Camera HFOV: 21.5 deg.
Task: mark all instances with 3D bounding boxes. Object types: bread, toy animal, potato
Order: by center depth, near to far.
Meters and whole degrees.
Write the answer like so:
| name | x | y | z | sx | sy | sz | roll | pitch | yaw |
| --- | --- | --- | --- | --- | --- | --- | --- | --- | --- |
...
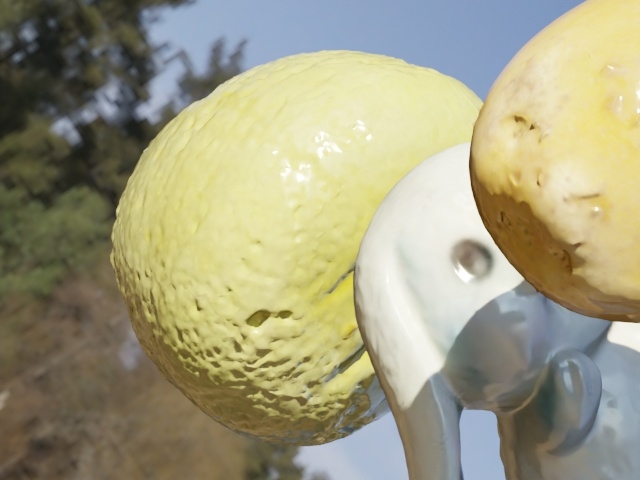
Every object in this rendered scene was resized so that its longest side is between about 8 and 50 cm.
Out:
| name | x | y | z | sx | sy | sz | roll | pitch | yaw |
| --- | --- | --- | --- | --- | --- | --- | --- | --- | --- |
| potato | 0.180 | -0.054 | 0.781 | 0.146 | 0.234 | 0.150 | 53 | -25 | 44 |
| toy animal | 0.146 | 0.073 | 1.074 | 0.174 | 0.249 | 0.289 | -6 | -82 | 51 |
| bread | 0.006 | 0.003 | 1.303 | 0.237 | 0.320 | 0.320 | 28 | -29 | 57 |
